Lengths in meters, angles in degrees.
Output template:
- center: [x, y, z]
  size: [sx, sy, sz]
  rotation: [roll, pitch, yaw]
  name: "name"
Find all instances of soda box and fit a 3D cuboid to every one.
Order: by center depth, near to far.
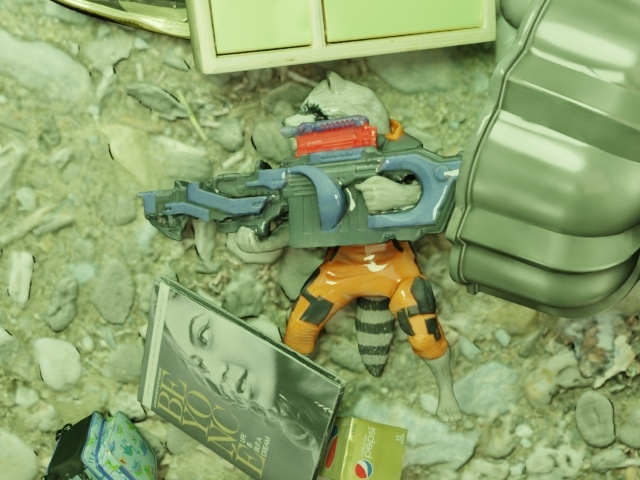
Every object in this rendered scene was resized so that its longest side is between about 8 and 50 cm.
- center: [0.031, 0.215, 0.818]
  size: [0.058, 0.181, 0.061]
  rotation: [14, 75, -10]
  name: "soda box"

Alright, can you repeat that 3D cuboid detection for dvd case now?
- center: [-0.088, 0.150, 0.794]
  size: [0.221, 0.018, 0.164]
  rotation: [28, 122, 22]
  name: "dvd case"

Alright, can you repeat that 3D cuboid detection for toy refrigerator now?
- center: [0.018, -0.216, 0.722]
  size: [0.269, 0.094, 0.102]
  rotation: [-9, 106, -11]
  name: "toy refrigerator"

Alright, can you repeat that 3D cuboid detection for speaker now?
- center: [0.211, -0.220, 0.737]
  size: [0.055, 0.136, 0.055]
  rotation: [-1, 106, -4]
  name: "speaker"

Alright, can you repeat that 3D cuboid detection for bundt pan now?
- center: [0.238, -0.080, 0.642]
  size: [0.124, 0.331, 0.331]
  rotation: [28, 104, 27]
  name: "bundt pan"

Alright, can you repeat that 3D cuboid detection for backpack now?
- center: [-0.221, 0.247, 0.845]
  size: [0.084, 0.105, 0.114]
  rotation: [-28, 111, 4]
  name: "backpack"

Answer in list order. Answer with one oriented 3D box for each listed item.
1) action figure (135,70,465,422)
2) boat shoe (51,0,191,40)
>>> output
- center: [0.000, 0.000, 0.801]
  size: [0.341, 0.178, 0.330]
  rotation: [5, 101, 24]
  name: "action figure"
- center: [-0.180, -0.225, 0.746]
  size: [0.152, 0.056, 0.049]
  rotation: [11, 100, -18]
  name: "boat shoe"
